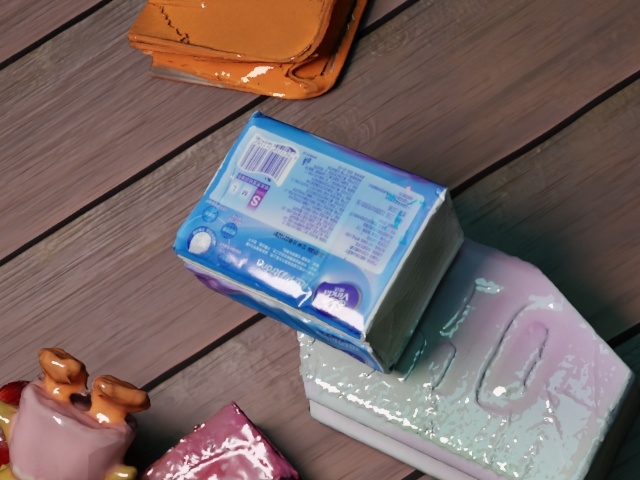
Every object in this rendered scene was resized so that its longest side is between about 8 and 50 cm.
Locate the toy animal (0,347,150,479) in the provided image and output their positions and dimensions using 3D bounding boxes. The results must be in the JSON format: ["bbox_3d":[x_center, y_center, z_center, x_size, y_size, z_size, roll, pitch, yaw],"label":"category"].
[{"bbox_3d":[-0.316,0.275,1.739,0.195,0.169,0.281,24,84,11],"label":"toy animal"}]

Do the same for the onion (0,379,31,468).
[{"bbox_3d":[-0.374,0.240,1.861,0.131,0.131,0.131,-5,65,12],"label":"onion"}]

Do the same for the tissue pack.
[{"bbox_3d":[0.000,0.000,1.685,0.263,0.146,0.198,24,74,24],"label":"tissue pack"}]

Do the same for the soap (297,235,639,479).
[{"bbox_3d":[0.147,0.134,1.755,0.446,0.156,0.261,23,74,23],"label":"soap"}]

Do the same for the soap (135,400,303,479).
[{"bbox_3d":[-0.150,0.351,1.758,0.289,0.112,0.182,-41,60,-5],"label":"soap"}]

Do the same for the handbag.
[{"bbox_3d":[-0.070,-0.403,2.082,0.303,0.116,0.410,11,69,22],"label":"handbag"}]
